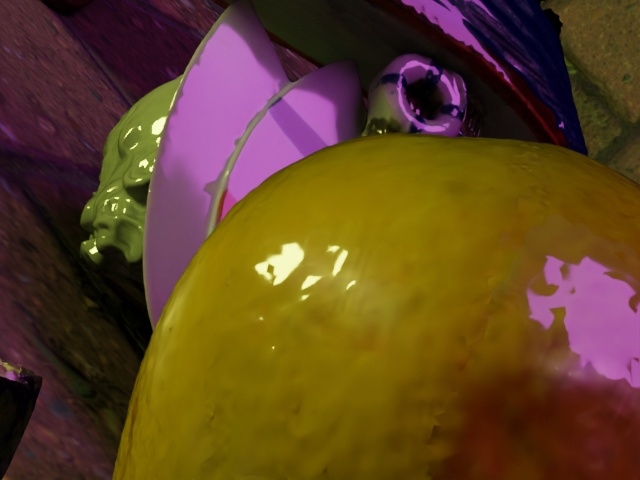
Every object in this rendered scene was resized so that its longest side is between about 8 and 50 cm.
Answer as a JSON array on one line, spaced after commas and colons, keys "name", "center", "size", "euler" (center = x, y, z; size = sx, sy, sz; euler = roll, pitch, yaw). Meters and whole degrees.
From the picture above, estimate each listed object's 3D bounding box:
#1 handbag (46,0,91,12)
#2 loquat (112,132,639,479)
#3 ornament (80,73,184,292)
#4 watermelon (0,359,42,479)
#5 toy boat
[{"name": "handbag", "center": [-0.221, -0.282, 1.079], "size": [0.275, 0.084, 0.260], "euler": [45, 14, -9]}, {"name": "loquat", "center": [0.031, 0.085, 0.476], "size": [0.213, 0.213, 0.246], "euler": [44, 43, -20]}, {"name": "ornament", "center": [0.016, 0.029, 0.767], "size": [0.285, 0.120, 0.130], "euler": [38, 32, -25]}, {"name": "watermelon", "center": [-0.155, 0.018, 0.379], "size": [0.245, 0.063, 0.119], "euler": [30, 2, -42]}, {"name": "toy boat", "center": [-0.010, -0.028, 0.651], "size": [0.318, 0.072, 0.219], "euler": [-40, 96, -36]}]
